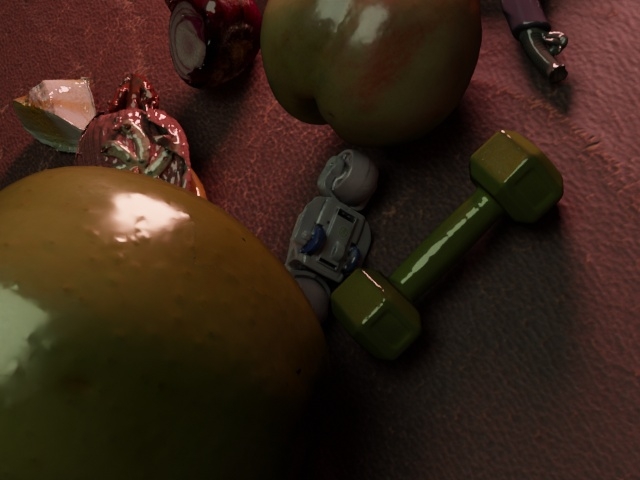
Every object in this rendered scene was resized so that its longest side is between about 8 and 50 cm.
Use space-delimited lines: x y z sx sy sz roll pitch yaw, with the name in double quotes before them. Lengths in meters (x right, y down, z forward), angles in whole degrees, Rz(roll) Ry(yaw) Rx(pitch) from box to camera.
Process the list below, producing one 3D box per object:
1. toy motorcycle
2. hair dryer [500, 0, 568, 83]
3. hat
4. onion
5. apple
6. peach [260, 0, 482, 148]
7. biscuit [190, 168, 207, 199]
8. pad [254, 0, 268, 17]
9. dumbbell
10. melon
"toy motorcycle" 0.000 0.000 1.124 0.112 0.112 0.254 11 73 36
"hair dryer" 0.311 -0.368 1.140 0.301 0.121 0.361 -5 72 20
"hat" -0.293 -0.125 1.303 0.236 0.107 0.287 -5 67 18
"onion" -0.171 -0.342 1.376 0.198 0.135 0.173 57 135 33
"apple" -0.212 0.148 0.922 0.473 0.473 0.474 -15 58 25
"peach" 0.069 -0.263 1.115 0.292 0.247 0.292 -17 61 35
"biscuit" -0.263 -0.032 1.330 0.204 0.040 0.309 -43 51 5
"pad" -0.033 -0.529 1.482 0.220 0.004 0.330 -17 57 24
"dumbbell" 0.145 0.007 1.011 0.302 0.121 0.108 -46 21 3
"melon" -0.450 -0.236 1.529 0.202 0.093 0.140 16 67 32
